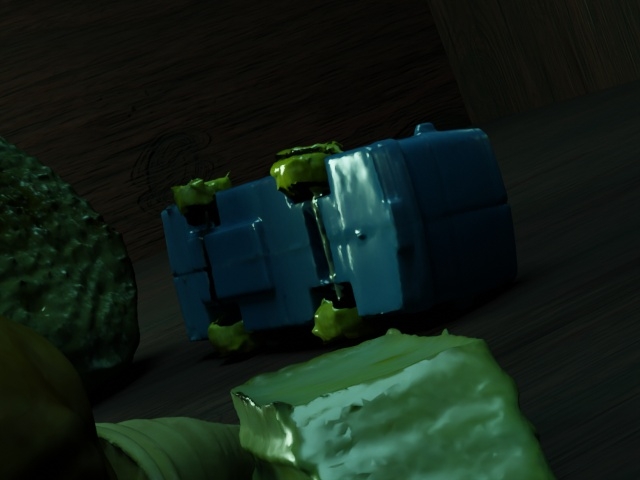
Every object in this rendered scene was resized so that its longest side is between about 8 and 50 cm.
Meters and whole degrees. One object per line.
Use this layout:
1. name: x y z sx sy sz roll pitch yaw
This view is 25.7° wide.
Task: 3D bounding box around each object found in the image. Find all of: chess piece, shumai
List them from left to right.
1. shumai: -0.400 0.079 1.408 0.323 0.397 0.324 -50 -28 21
2. chess piece: -0.081 0.125 0.711 0.090 0.090 0.200 -19 -5 16

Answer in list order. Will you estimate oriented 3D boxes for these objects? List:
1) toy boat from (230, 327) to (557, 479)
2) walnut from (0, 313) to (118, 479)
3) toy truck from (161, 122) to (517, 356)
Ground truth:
1. toy boat: 0.024 0.087 0.607 0.111 0.084 0.276 -19 4 -8
2. walnut: -0.211 0.130 0.461 0.336 0.209 0.209 -17 6 21
3. toy truck: 0.000 0.000 1.196 0.162 0.161 0.385 -13 0 -31
